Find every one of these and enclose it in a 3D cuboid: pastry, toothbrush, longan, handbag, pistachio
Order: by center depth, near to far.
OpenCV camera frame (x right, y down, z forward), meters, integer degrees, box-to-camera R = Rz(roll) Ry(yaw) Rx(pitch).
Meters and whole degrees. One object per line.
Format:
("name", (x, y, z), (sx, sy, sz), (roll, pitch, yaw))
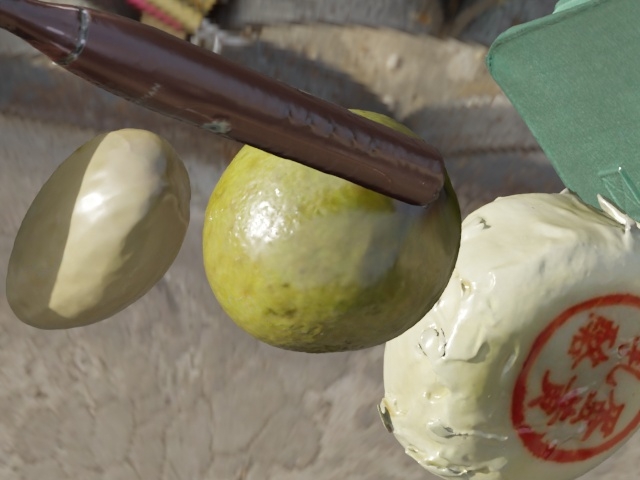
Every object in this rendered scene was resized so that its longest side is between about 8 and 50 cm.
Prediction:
("toothbrush", (-0.073, -0.079, 0.900), (0.364, 0.041, 0.041), (19, 76, -40))
("longan", (0.000, 0.000, 1.101), (0.155, 0.176, 0.145), (18, 51, -40))
("pastry", (0.167, 0.083, 1.496), (0.265, 0.133, 0.264), (-13, 122, -22))
("handbag", (0.290, -0.111, 1.587), (0.089, 0.326, 0.238), (-34, 99, -21))
("pistachio", (-0.199, -0.005, 1.707), (0.136, 0.136, 0.226), (44, 115, 5))
